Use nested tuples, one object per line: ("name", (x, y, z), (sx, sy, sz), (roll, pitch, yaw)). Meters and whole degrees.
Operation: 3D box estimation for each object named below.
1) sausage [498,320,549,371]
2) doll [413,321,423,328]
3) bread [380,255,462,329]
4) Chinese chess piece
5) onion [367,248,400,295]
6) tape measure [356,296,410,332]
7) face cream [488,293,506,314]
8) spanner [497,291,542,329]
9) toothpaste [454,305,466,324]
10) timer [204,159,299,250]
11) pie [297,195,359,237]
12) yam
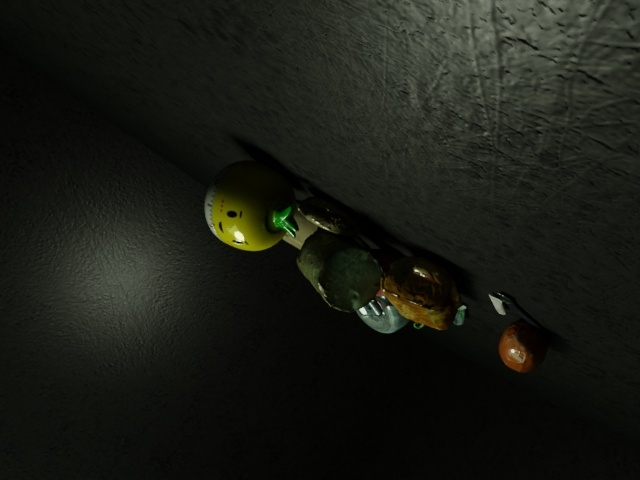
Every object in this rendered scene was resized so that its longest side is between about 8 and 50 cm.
("sausage", (0.571, 0.307, 1.285), (0.133, 0.133, 0.258), (29, 173, 29))
("doll", (0.481, 0.399, 2.413), (0.190, 0.115, 0.050), (33, -179, -8))
("bread", (0.298, 0.144, 1.285), (0.195, 0.148, 0.344), (17, 166, 26))
("Chinese chess piece", (0.000, 0.000, 1.651), (0.338, 0.140, 0.338), (34, 173, 5))
("onion", (0.213, 0.106, 1.441), (0.195, 0.159, 0.159), (9, 180, -17))
("tape measure", (0.209, 0.206, 1.622), (0.256, 0.147, 0.275), (56, 151, 2))
("face cream", (0.470, 0.168, 1.196), (0.038, 0.020, 0.115), (28, 169, 38))
("spanner", (0.505, 0.179, 1.145), (0.209, 0.012, 0.046), (36, 172, -29))
("toothpaste", (0.499, 0.262, 1.653), (0.075, 0.048, 0.297), (30, 170, 27))
("timer", (-0.164, -0.086, 1.295), (0.285, 0.285, 0.285), (32, 173, 4))
("pie", (0.026, -0.066, 1.302), (0.194, 0.078, 0.163), (25, 179, -3))
("yam", (0.047, 0.071, 1.328), (0.195, 0.195, 0.300), (35, -178, -22))
